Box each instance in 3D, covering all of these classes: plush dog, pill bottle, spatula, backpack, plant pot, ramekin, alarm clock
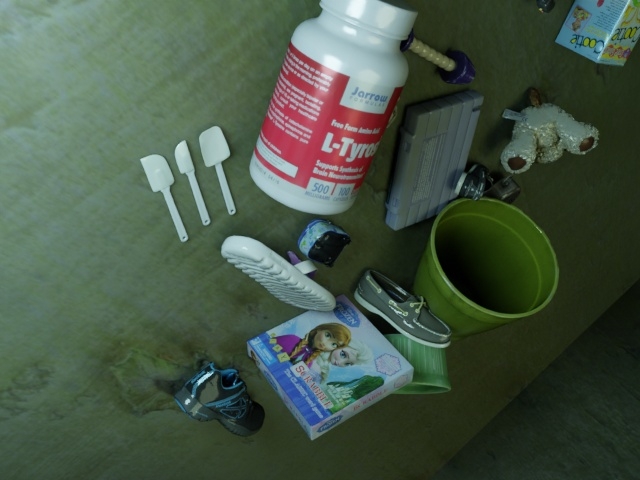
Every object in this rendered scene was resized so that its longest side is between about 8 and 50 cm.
[{"bbox_3d":[0.623,-0.290,1.856,0.263,0.210,0.225,-17,159,10],"label":"plush dog"},{"bbox_3d":[0.027,-0.272,1.252,0.229,0.229,0.407,-4,127,-40],"label":"pill bottle"},{"bbox_3d":[-0.249,-0.107,1.327,0.168,0.019,0.242,-31,140,-18],"label":"spatula"},{"bbox_3d":[0.000,0.000,1.599,0.105,0.084,0.114,-53,145,14],"label":"backpack"},{"bbox_3d":[0.424,0.122,1.886,0.367,0.366,0.353,-22,158,-26],"label":"plant pot"},{"bbox_3d":[0.246,0.383,2.020,0.304,0.148,0.303,2,161,1],"label":"ramekin"},{"bbox_3d":[0.535,-0.137,1.941,0.129,0.064,0.192,-30,156,-14],"label":"alarm clock"}]

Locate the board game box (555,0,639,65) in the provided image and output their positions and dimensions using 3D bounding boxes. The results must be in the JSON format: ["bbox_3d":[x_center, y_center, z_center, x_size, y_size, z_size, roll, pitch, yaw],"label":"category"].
[{"bbox_3d":[0.753,-0.605,1.672,0.142,0.144,0.275,-7,130,-39],"label":"board game box"}]

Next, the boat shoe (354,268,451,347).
[{"bbox_3d":[0.234,0.187,1.817,0.109,0.305,0.091,-24,139,-54],"label":"boat shoe"}]

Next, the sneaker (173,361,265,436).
[{"bbox_3d":[-0.233,0.428,1.757,0.139,0.125,0.341,-50,145,0],"label":"sneaker"}]

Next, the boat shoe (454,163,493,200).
[{"bbox_3d":[0.434,-0.156,1.802,0.233,0.079,0.083,-31,138,-61],"label":"boat shoe"}]

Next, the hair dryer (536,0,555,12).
[{"bbox_3d":[0.465,-0.648,1.451,0.294,0.080,0.223,0,109,-49],"label":"hair dryer"}]

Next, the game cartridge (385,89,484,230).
[{"bbox_3d":[0.284,-0.203,1.693,0.230,0.068,0.354,-17,135,-26],"label":"game cartridge"}]

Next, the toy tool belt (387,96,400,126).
[{"bbox_3d":[0.147,-0.296,1.486,0.051,0.052,0.083,-7,129,-49],"label":"toy tool belt"}]

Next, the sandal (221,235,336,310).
[{"bbox_3d":[-0.073,0.071,1.573,0.416,0.170,0.102,44,58,-54],"label":"sandal"}]

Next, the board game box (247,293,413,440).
[{"bbox_3d":[0.022,0.317,1.727,0.318,0.319,0.065,-25,138,-25],"label":"board game box"}]

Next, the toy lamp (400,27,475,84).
[{"bbox_3d":[0.255,-0.408,1.456,0.275,0.080,0.080,7,120,-47],"label":"toy lamp"}]
